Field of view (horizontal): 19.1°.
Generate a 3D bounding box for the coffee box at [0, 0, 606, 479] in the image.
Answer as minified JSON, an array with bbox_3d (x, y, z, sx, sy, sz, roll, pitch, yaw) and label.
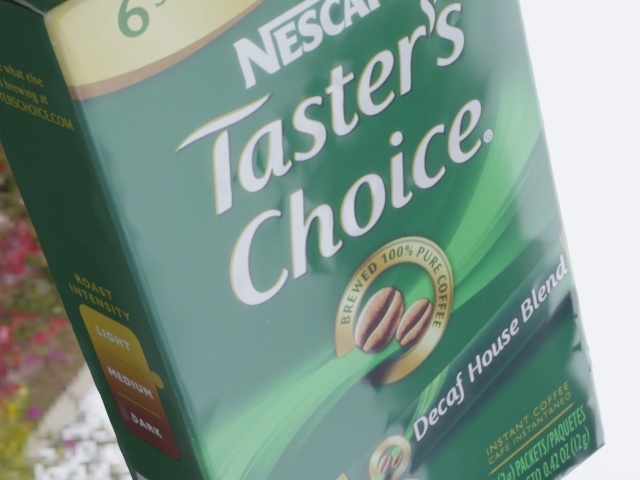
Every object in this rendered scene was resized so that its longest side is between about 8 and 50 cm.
[{"bbox_3d":[0.000,0.000,0.412,0.040,0.113,0.184,26,-40,45],"label":"coffee box"}]
